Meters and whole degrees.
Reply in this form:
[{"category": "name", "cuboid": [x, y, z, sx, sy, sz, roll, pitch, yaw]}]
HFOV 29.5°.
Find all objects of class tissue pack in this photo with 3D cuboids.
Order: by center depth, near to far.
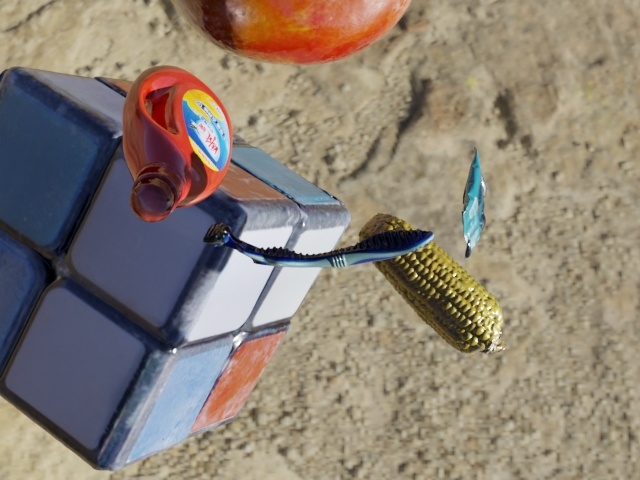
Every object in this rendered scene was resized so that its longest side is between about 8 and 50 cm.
[{"category": "tissue pack", "cuboid": [0.203, -0.049, 1.590, 0.138, 0.028, 0.085, -76, 160, -46]}]

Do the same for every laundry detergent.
[{"category": "laundry detergent", "cuboid": [-0.108, -0.066, 0.868, 0.097, 0.049, 0.165, 51, 21, -18]}]

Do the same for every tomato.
[{"category": "tomato", "cuboid": [-0.033, -0.290, 1.451, 0.338, 0.338, 0.143, -20, 116, -33]}]

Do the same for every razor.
[{"category": "razor", "cuboid": [-0.001, 0.004, 0.823, 0.155, 0.044, 0.028, 1, 101, -1]}]

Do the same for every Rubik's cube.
[{"category": "Rubik's cube", "cuboid": [-0.207, 0.021, 1.333, 0.316, 0.318, 0.313, -60, 163, 13]}]

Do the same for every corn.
[{"category": "corn", "cuboid": [0.160, 0.064, 1.701, 0.262, 0.097, 0.097, 43, 61, -1]}]
